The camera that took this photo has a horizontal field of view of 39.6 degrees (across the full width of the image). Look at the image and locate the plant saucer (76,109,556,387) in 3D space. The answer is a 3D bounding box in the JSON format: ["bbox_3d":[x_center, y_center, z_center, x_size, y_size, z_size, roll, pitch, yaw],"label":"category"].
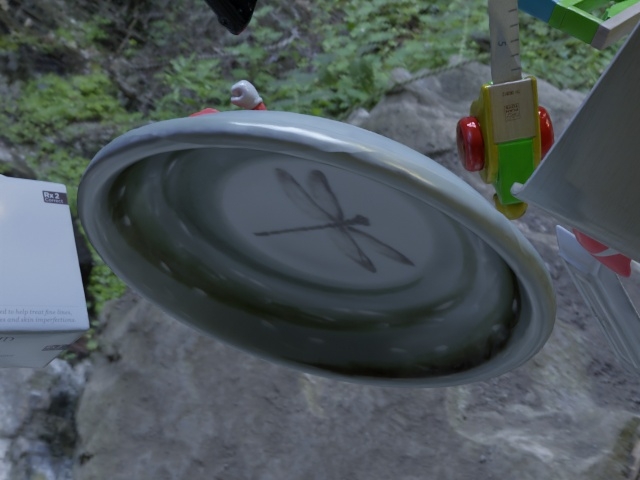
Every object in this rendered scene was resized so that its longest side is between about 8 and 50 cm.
[{"bbox_3d":[0.000,0.000,0.757,0.400,0.400,0.100,-6,53,35],"label":"plant saucer"}]

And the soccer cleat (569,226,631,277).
[{"bbox_3d":[0.409,-0.089,0.940,0.318,0.116,0.108,-37,9,16],"label":"soccer cleat"}]

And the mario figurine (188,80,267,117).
[{"bbox_3d":[-0.139,-0.190,1.760,0.170,0.320,0.198,-18,67,45],"label":"mario figurine"}]

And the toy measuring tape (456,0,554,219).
[{"bbox_3d":[0.217,-0.185,1.078,0.121,0.121,0.330,7,115,38],"label":"toy measuring tape"}]

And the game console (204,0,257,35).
[{"bbox_3d":[-0.196,-0.547,1.330,0.060,0.386,0.342,-12,48,33],"label":"game console"}]

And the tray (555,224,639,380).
[{"bbox_3d":[0.410,0.107,1.249,0.030,0.270,0.145,-34,21,2],"label":"tray"}]

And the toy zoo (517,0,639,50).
[{"bbox_3d":[0.257,-0.331,1.099,0.293,0.192,0.030,34,130,22],"label":"toy zoo"}]

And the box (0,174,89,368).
[{"bbox_3d":[-0.359,0.033,0.926,0.119,0.181,0.182,-36,61,40],"label":"box"}]

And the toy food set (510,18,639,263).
[{"bbox_3d":[0.312,-0.096,0.660,0.306,0.219,0.092,-62,-1,36],"label":"toy food set"}]
